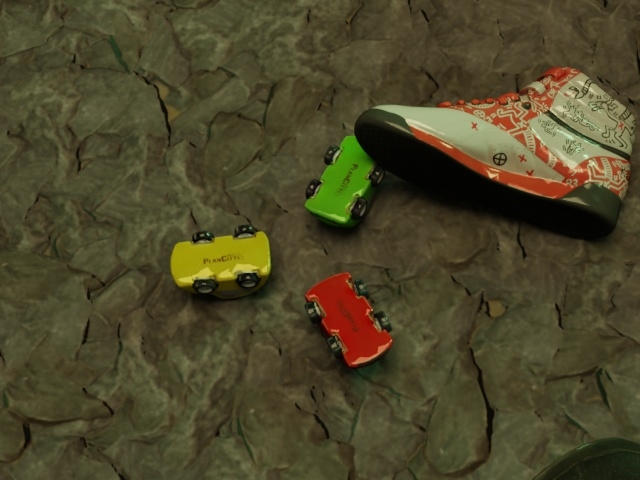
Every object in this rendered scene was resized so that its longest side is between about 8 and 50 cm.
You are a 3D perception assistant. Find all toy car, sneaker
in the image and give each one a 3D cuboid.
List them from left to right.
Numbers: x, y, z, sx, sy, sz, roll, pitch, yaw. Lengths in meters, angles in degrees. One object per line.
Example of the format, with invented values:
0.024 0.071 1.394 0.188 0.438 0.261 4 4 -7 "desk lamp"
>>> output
0.000 0.000 1.633 0.239 0.053 0.225 24 68 18 "toy car"
0.176 -0.110 1.630 0.270 0.090 0.145 20 65 1 "sneaker"

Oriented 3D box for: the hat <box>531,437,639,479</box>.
0.216 0.313 1.367 0.134 0.331 0.331 -2 52 56 "hat"
